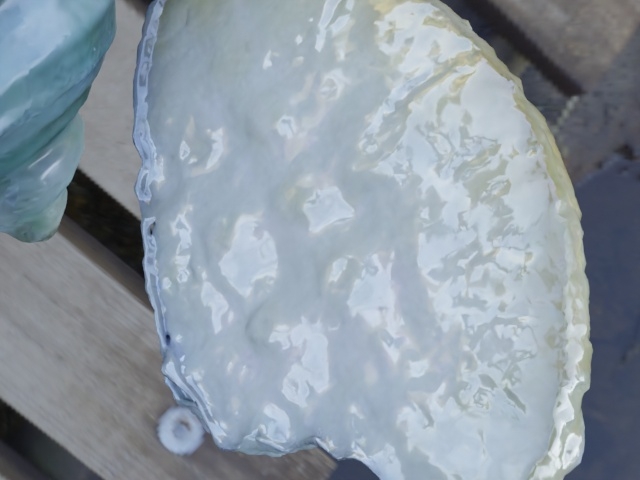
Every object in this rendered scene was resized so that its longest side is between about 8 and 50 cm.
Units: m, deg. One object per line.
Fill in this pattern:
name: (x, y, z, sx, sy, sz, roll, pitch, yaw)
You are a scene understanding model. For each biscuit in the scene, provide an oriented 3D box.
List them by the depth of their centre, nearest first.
biscuit: (0.000, 0.000, 0.585, 0.188, 0.265, 0.040, -49, 148, 21)

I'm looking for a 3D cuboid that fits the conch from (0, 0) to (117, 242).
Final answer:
conch: (-0.155, -0.123, 0.627, 0.220, 0.195, 0.277, -21, 111, -23)
